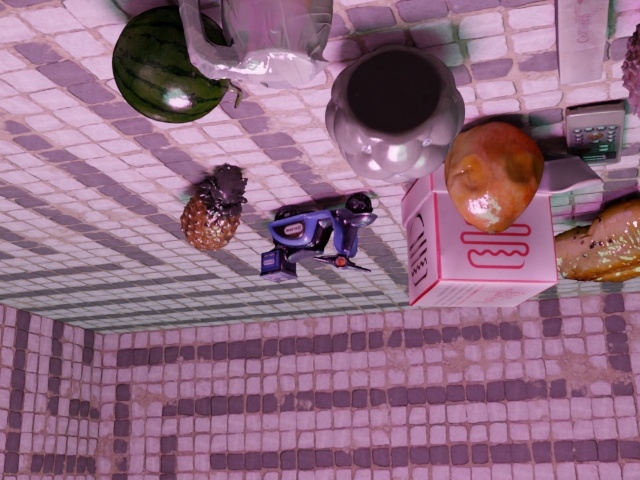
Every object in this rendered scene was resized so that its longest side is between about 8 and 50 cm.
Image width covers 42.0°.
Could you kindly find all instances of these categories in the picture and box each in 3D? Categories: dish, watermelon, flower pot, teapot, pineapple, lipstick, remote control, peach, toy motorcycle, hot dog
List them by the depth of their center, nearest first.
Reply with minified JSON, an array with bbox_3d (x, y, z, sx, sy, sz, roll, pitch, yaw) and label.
[{"bbox_3d":[-0.085,-0.318,1.215,0.222,0.178,0.163,11,159,-34],"label":"teapot"},{"bbox_3d":[0.401,-0.358,1.287,0.076,0.079,0.371,-6,162,15],"label":"lipstick"},{"bbox_3d":[-0.221,-0.274,1.328,0.215,0.188,0.188,22,158,-11],"label":"watermelon"},{"bbox_3d":[0.131,-0.220,1.469,0.246,0.246,0.195,-3,162,5],"label":"flower pot"},{"bbox_3d":[0.364,-0.130,1.797,0.214,0.235,0.214,8,165,2],"label":"peach"},{"bbox_3d":[0.597,-0.227,1.818,0.123,0.038,0.285,-5,163,14],"label":"remote control"},{"bbox_3d":[0.524,-0.155,1.867,0.154,0.064,0.234,-11,-165,-20],"label":"dish"},{"bbox_3d":[-0.248,-0.088,2.079,0.158,0.157,0.278,7,150,-25],"label":"pineapple"},{"bbox_3d":[0.000,0.000,2.237,0.358,0.212,0.125,-13,159,35],"label":"toy motorcycle"},{"bbox_3d":[0.885,-0.008,2.328,0.367,0.196,0.365,2,166,-30],"label":"hot dog"}]

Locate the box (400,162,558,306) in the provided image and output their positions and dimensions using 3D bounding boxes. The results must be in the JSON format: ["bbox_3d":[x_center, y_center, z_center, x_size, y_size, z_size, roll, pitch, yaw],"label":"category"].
[{"bbox_3d":[0.389,-0.004,2.094,0.312,0.300,0.314,2,163,-8],"label":"box"}]

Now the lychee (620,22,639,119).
[{"bbox_3d":[0.606,-0.272,1.273,0.300,0.300,0.300,-1,164,0],"label":"lychee"}]
